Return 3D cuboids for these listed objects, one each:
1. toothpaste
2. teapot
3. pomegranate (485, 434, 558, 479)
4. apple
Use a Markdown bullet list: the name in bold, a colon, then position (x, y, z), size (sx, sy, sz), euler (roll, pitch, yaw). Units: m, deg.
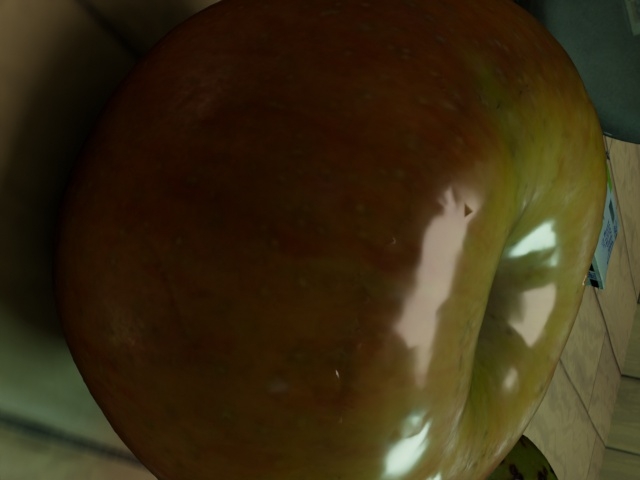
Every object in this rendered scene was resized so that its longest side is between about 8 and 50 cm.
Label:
- **toothpaste**: position (0.270, -0.026, 1.696), size (0.336, 0.067, 0.081), euler (45, 60, -71)
- **teapot**: position (0.254, -0.237, 1.357), size (0.223, 0.305, 0.285), euler (-45, -179, 16)
- **pomegranate**: position (0.077, 0.203, 1.064), size (0.205, 0.159, 0.159), euler (-29, 133, -37)
- **apple**: position (0.000, 0.000, 0.594), size (0.235, 0.173, 0.210), euler (-6, 111, -64)
